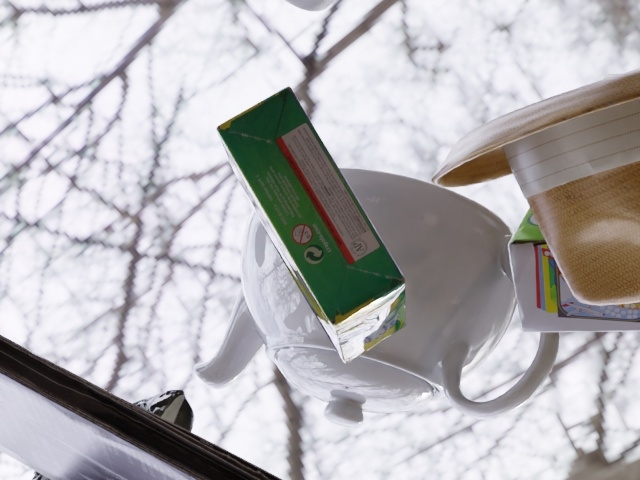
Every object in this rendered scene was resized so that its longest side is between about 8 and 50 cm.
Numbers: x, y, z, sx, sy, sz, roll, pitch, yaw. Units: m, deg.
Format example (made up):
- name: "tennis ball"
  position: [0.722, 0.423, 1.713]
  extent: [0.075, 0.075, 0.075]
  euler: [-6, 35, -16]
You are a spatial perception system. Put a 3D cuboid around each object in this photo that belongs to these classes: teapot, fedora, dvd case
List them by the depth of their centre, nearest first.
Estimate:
- name: "fedora"
  position: [0.142, -0.024, 0.655]
  extent: [0.194, 0.194, 0.079]
  euler: [-11, -95, -46]
- name: "dvd case"
  position: [-0.072, 0.091, 0.707]
  extent: [0.221, 0.164, 0.018]
  euler: [27, -110, 12]
- name: "teapot"
  position: [0.045, 0.062, 1.471]
  extent: [0.252, 0.256, 0.187]
  euler: [16, -107, -7]

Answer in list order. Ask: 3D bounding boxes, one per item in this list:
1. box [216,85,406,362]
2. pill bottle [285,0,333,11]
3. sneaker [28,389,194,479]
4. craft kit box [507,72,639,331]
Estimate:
- name: "box"
  position: [0.000, 0.000, 0.849]
  extent: [0.043, 0.179, 0.105]
  euler: [-30, -99, -4]
- name: "pill bottle"
  position: [0.034, -0.253, 1.259]
  extent: [0.108, 0.193, 0.108]
  euler: [28, -141, -25]
- name: "sneaker"
  position: [-0.135, 0.203, 1.110]
  extent: [0.108, 0.100, 0.271]
  euler: [48, -142, -24]
- name: "craft kit box"
  position: [0.244, -0.031, 0.910]
  extent: [0.250, 0.246, 0.061]
  euler: [-51, -43, -58]
